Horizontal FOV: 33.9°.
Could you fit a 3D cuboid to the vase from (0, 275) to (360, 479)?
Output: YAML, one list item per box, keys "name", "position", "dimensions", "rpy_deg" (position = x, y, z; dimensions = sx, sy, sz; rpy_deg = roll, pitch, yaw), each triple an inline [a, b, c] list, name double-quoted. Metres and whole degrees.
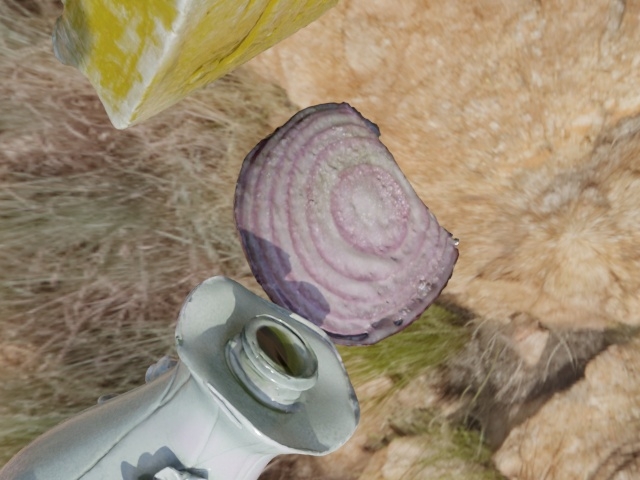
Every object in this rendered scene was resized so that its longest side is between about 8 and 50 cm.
- name: "vase"
  position: [-0.164, 0.232, 0.992]
  dimensions: [0.250, 0.250, 0.445]
  rpy_deg: [48, 118, 9]

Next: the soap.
- name: "soap"
  position: [-0.089, -0.293, 1.065]
  dimensions: [0.335, 0.293, 0.156]
  rpy_deg: [-36, 87, -34]

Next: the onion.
- name: "onion"
  position: [0.000, 0.000, 1.114]
  dimensions: [0.250, 0.247, 0.111]
  rpy_deg: [54, 142, -9]
